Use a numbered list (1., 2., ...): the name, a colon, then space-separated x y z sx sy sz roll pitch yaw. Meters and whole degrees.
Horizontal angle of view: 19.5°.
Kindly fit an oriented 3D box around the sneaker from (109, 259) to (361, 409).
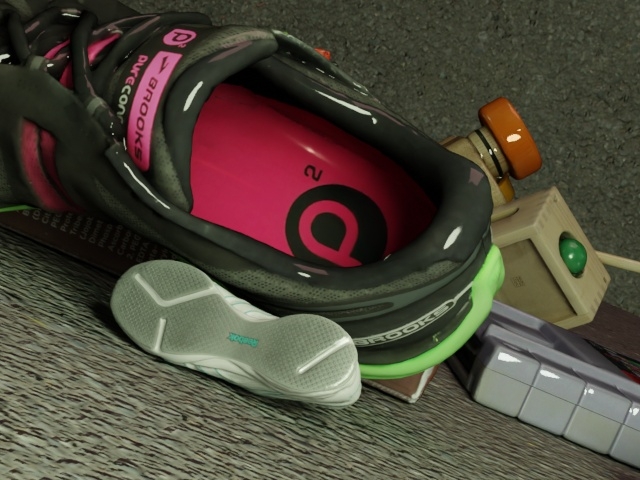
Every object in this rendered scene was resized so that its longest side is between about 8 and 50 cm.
1. sneaker: -0.046 0.058 1.006 0.152 0.054 0.061 21 -20 22

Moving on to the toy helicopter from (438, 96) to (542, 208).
1. toy helicopter: 0.181 0.001 1.960 0.235 0.140 0.355 60 -1 5

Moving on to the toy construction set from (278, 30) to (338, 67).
1. toy construction set: -0.096 -0.130 1.724 0.215 0.151 0.328 7 20 2

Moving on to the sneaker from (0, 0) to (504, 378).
1. sneaker: -0.111 -0.082 1.066 0.483 0.185 0.202 19 -23 -2

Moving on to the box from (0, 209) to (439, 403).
1. box: -0.082 -0.034 1.281 0.381 0.143 0.191 22 5 0

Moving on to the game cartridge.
1. game cartridge: 0.212 0.115 1.523 0.230 0.068 0.355 19 5 -6

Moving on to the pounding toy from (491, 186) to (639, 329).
1. pounding toy: 0.210 0.023 1.725 0.130 0.141 0.100 57 36 -18
